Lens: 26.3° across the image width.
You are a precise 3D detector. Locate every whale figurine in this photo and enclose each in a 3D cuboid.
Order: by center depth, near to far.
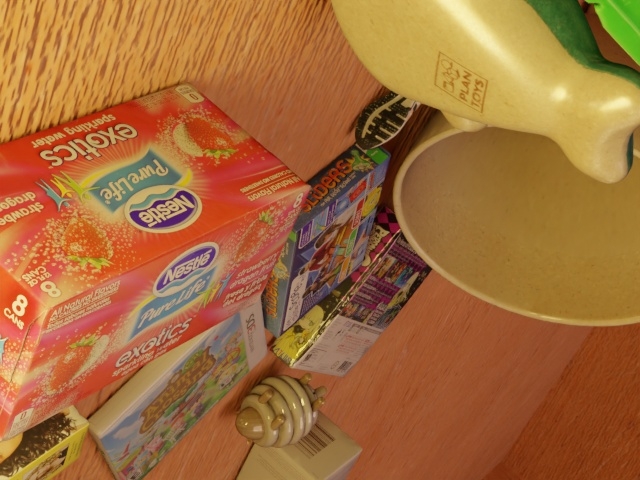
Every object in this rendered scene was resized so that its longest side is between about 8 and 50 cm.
[{"bbox_3d":[0.134,-0.160,0.982,0.141,0.272,0.216,-43,157,-23],"label":"whale figurine"}]

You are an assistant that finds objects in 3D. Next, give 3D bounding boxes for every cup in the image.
[{"bbox_3d":[0.265,-0.099,1.446,0.331,0.331,0.237,101,7,-56],"label":"cup"}]

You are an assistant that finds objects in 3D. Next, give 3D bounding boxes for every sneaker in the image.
[{"bbox_3d":[0.075,-0.126,1.295,0.109,0.040,0.044,-48,164,-4],"label":"sneaker"}]

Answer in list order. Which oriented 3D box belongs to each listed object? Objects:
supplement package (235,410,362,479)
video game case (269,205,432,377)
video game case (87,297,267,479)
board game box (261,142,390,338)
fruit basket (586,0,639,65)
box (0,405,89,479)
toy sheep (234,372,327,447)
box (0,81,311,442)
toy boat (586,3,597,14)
[{"bbox_3d":[-0.042,0.319,1.805,0.105,0.105,0.179,-30,153,-49],"label":"supplement package"},{"bbox_3d":[0.050,0.067,1.620,0.210,0.042,0.232,-51,162,4],"label":"video game case"},{"bbox_3d":[-0.135,0.144,1.362,0.212,0.023,0.193,-44,161,-18],"label":"video game case"},{"bbox_3d":[0.000,0.000,1.376,0.136,0.035,0.201,-40,160,-29],"label":"board game box"},{"bbox_3d":[0.252,-0.297,0.904,0.283,0.392,0.392,-22,-174,43],"label":"fruit basket"},{"bbox_3d":[-0.281,0.177,0.980,0.232,0.087,0.058,-37,160,-39],"label":"box"},{"bbox_3d":[-0.043,0.195,1.586,0.132,0.091,0.091,-15,144,-35],"label":"toy sheep"},{"bbox_3d":[-0.142,0.004,0.893,0.257,0.128,0.122,-27,152,-49],"label":"box"},{"bbox_3d":[0.405,-0.247,1.660,0.151,0.151,0.231,-43,161,-22],"label":"toy boat"}]
